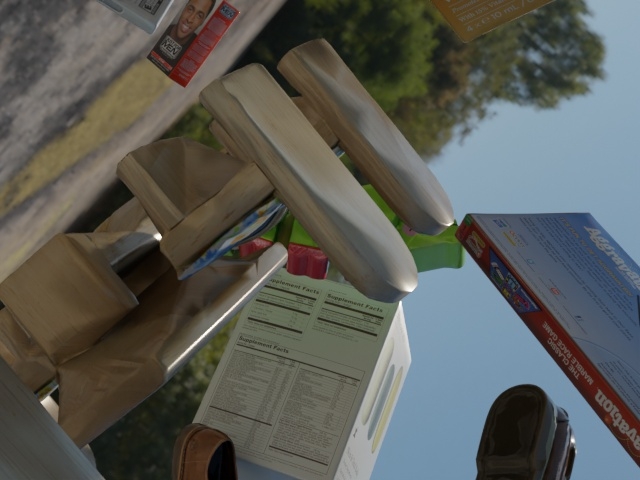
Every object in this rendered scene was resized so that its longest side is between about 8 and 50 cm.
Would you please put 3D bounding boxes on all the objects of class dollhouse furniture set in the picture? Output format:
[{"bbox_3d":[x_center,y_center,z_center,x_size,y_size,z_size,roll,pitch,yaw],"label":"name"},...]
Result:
[{"bbox_3d":[-0.098,0.119,0.585,0.362,0.256,0.394,-38,-177,22],"label":"dollhouse furniture set"}]

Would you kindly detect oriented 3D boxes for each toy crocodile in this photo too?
[{"bbox_3d":[0.000,0.000,1.237,0.115,0.340,0.105,87,11,-59],"label":"toy crocodile"}]

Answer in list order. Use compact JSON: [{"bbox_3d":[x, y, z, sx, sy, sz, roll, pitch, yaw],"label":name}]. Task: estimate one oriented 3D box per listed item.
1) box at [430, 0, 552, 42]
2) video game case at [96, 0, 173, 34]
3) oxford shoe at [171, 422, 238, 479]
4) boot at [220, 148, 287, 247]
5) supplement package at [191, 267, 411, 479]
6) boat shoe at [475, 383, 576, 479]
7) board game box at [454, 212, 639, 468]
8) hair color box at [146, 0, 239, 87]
[{"bbox_3d":[0.156,-0.411,1.116,0.215,0.345,0.168,-21,-134,31],"label":"box"},{"bbox_3d":[-0.269,-0.377,1.411,0.023,0.183,0.201,-48,-164,41],"label":"video game case"},{"bbox_3d":[-0.131,0.323,1.224,0.076,0.212,0.076,-3,-176,-45],"label":"oxford shoe"},{"bbox_3d":[-0.108,-0.003,0.850,0.198,0.077,0.137,-42,178,35],"label":"boot"},{"bbox_3d":[-0.018,0.208,1.400,0.199,0.198,0.263,74,34,-58],"label":"supplement package"},{"bbox_3d":[0.206,0.308,1.126,0.110,0.104,0.307,-4,-130,49],"label":"boat shoe"},{"bbox_3d":[0.230,0.077,0.790,0.281,0.145,0.027,56,-45,38],"label":"board game box"},{"bbox_3d":[-0.191,-0.308,1.589,0.141,0.043,0.072,-53,-128,6],"label":"hair color box"}]
